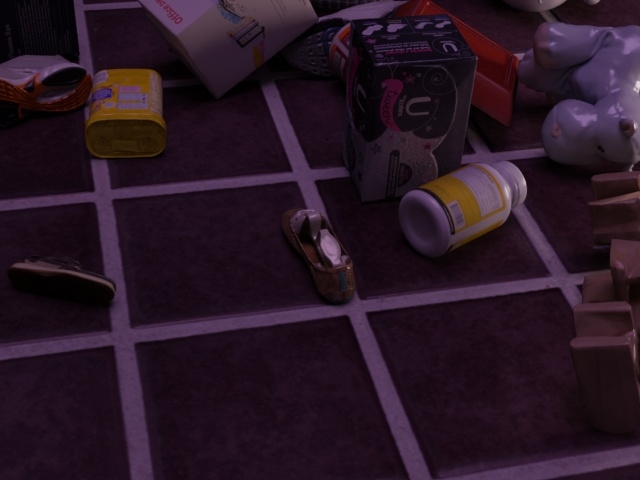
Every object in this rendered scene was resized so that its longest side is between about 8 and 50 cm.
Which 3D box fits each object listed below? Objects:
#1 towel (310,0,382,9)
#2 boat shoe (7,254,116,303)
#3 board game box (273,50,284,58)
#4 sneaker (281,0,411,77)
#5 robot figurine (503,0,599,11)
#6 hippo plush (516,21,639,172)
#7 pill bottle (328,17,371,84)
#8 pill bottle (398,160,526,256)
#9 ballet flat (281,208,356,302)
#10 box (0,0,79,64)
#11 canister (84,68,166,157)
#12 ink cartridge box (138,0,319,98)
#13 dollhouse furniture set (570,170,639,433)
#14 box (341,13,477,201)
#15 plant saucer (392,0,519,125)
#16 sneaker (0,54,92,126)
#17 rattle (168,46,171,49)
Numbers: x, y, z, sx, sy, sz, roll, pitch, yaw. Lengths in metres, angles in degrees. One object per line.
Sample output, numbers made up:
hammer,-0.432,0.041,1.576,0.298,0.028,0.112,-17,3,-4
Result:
towel,0.029,-0.565,2.115,0.235,0.121,0.283,5,38,8
boat shoe,-0.341,0.045,1.384,0.152,0.056,0.049,11,45,9
board game box,-0.091,-0.426,1.950,0.126,0.026,0.186,11,62,5
sneaker,0.050,-0.378,1.919,0.297,0.111,0.129,-19,27,-29
robot figurine,0.462,-0.595,2.121,0.300,0.199,0.353,35,45,6
hippo plush,0.473,-0.217,1.704,0.294,0.234,0.236,-3,68,15
pill bottle,0.111,-0.279,1.767,0.121,0.121,0.221,-14,43,-21
pill bottle,0.212,-0.053,1.514,0.184,0.103,0.103,-24,47,-31
ballet flat,0.000,0.000,1.459,0.073,0.067,0.206,-13,42,-20
box,-0.656,-0.414,1.821,0.343,0.178,0.313,34,49,32
canister,-0.315,-0.211,1.686,0.126,0.073,0.170,-2,38,-7
ink cartridge box,-0.162,-0.401,1.792,0.233,0.168,0.171,-39,49,-4
dollhouse furniture set,0.540,0.100,1.325,0.394,0.256,0.362,-5,34,22
box,0.127,-0.198,1.569,0.163,0.247,0.142,-6,39,-12
plant saucer,0.237,-0.322,1.778,0.258,0.047,0.259,32,29,-3
sneaker,-0.521,-0.252,1.715,0.263,0.099,0.121,-13,34,-31
rattle,-0.220,-0.455,1.946,0.130,0.142,0.199,35,39,7
